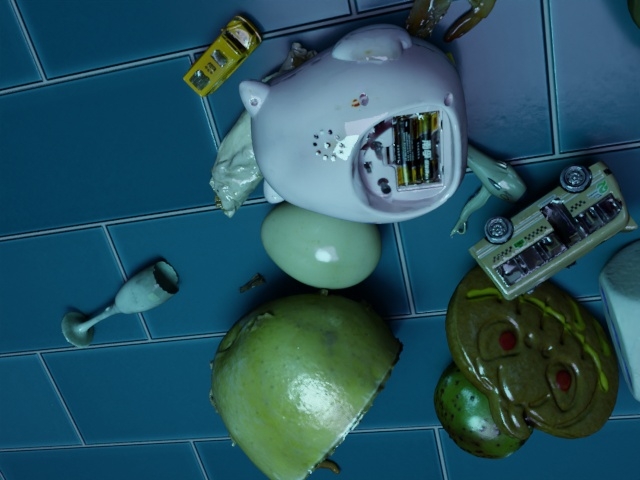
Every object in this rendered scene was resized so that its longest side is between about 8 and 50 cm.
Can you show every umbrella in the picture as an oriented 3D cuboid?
[{"bbox_3d":[-0.158,0.100,1.531,0.083,0.020,0.031,-35,145,25],"label":"umbrella"}]

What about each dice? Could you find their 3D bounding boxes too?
[{"bbox_3d":[0.684,0.150,1.265,0.243,0.251,0.259,-18,113,17],"label":"dice"}]

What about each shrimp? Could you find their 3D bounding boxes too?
[{"bbox_3d":[0.230,-0.415,1.176,0.133,0.053,0.236,22,117,-24],"label":"shrimp"}]

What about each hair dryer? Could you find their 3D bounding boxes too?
[{"bbox_3d":[0.293,-0.109,1.328,0.199,0.067,0.167,-34,98,40],"label":"hair dryer"}]

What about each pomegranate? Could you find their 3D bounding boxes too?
[{"bbox_3d":[0.378,0.336,1.430,0.231,0.231,0.286,33,119,-7],"label":"pomegranate"}]

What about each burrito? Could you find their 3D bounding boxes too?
[{"bbox_3d":[-0.118,-0.215,1.326,0.117,0.076,0.392,37,116,-3],"label":"burrito"}]

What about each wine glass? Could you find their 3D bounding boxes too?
[{"bbox_3d":[-0.464,0.217,1.521,0.310,0.264,0.096,-28,137,22],"label":"wine glass"}]

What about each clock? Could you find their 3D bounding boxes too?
[{"bbox_3d":[0.065,-0.181,1.161,0.377,0.250,0.368,-8,130,3],"label":"clock"}]

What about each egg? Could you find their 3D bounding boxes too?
[{"bbox_3d":[0.000,0.000,1.350,0.254,0.188,0.188,17,120,11],"label":"egg"}]

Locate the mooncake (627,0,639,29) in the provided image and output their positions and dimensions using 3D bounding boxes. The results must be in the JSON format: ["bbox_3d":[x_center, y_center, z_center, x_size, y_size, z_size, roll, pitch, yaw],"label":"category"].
[{"bbox_3d":[0.664,-0.418,1.007,0.379,0.201,0.378,4,114,9],"label":"mooncake"}]

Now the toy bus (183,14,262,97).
[{"bbox_3d":[-0.187,-0.351,1.265,0.069,0.074,0.162,45,117,-12],"label":"toy bus"}]

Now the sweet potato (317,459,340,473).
[{"bbox_3d":[-0.033,0.582,1.747,0.179,0.044,0.044,14,119,3],"label":"sweet potato"}]

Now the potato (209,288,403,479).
[{"bbox_3d":[-0.053,0.269,1.408,0.319,0.385,0.442,38,128,1],"label":"potato"}]

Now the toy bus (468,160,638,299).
[{"bbox_3d":[0.431,-0.016,1.239,0.289,0.139,0.157,-35,77,10],"label":"toy bus"}]

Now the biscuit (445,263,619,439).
[{"bbox_3d":[0.425,0.226,1.314,0.394,0.350,0.070,28,149,-9],"label":"biscuit"}]
